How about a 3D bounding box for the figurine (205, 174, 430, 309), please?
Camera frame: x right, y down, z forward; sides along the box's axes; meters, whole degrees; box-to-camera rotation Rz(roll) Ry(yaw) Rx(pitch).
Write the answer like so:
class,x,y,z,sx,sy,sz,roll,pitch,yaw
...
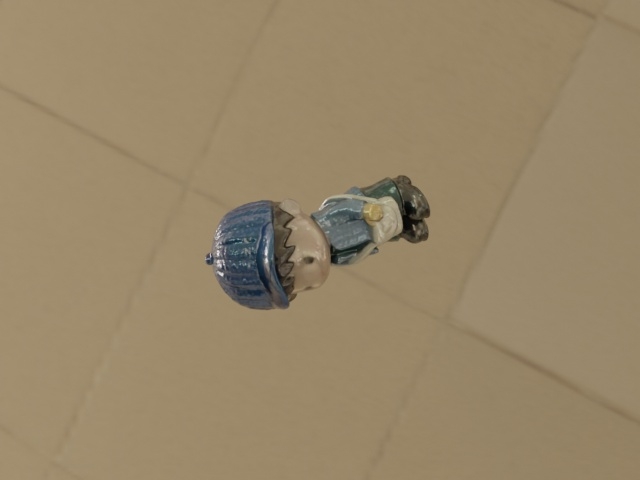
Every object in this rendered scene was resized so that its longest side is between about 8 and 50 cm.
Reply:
class,x,y,z,sx,sy,sz,roll,pitch,yaw
figurine,-0.004,-0.006,1.151,0.136,0.077,0.079,-30,56,-23
